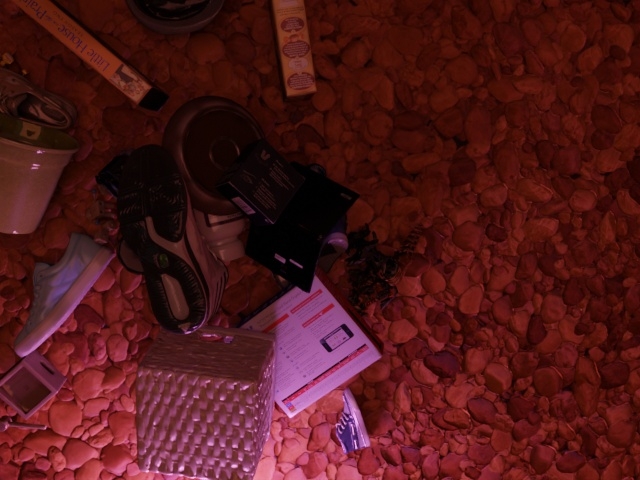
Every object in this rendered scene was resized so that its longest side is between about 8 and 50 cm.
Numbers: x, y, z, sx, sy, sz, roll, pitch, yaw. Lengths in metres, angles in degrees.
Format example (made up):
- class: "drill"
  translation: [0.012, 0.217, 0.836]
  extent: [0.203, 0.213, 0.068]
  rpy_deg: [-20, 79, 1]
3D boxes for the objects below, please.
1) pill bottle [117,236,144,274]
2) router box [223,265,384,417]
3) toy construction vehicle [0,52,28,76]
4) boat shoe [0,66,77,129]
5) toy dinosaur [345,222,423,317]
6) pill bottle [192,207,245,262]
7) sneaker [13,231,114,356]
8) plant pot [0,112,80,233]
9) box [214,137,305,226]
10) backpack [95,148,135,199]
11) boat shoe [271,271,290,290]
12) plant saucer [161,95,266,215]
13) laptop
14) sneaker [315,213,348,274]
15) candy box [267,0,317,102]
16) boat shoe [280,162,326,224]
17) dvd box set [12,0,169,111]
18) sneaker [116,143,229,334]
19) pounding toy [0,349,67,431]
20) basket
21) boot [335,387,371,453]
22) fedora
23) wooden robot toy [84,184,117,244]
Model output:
- class: "pill bottle"
  translation: [-0.456, 0.017, 1.799]
  extent: [0.123, 0.219, 0.122]
  rpy_deg: [-1, 95, -6]
- class: "router box"
  translation: [-0.046, 0.282, 1.892]
  extent: [0.335, 0.082, 0.301]
  rpy_deg: [-36, 99, 16]
- class: "toy construction vehicle"
  translation: [-0.836, -0.443, 1.809]
  extent: [0.098, 0.035, 0.086]
  rpy_deg: [-41, 98, 8]
- class: "boat shoe"
  translation: [-0.787, -0.367, 1.762]
  extent: [0.302, 0.098, 0.109]
  rpy_deg: [22, 107, -17]
- class: "toy dinosaur"
  translation: [0.160, 0.074, 1.933]
  extent: [0.218, 0.164, 0.322]
  rpy_deg: [43, 71, -23]
- class: "pill bottle"
  translation: [-0.297, -0.091, 1.833]
  extent: [0.169, 0.169, 0.301]
  rpy_deg: [-13, 97, -5]
- class: "sneaker"
  translation: [-0.723, 0.135, 1.834]
  extent: [0.150, 0.135, 0.366]
  rpy_deg: [38, 79, -7]
- class: "plant pot"
  translation: [-0.786, -0.164, 1.745]
  extent: [0.276, 0.276, 0.254]
  rpy_deg: [18, 105, -8]
- class: "box"
  translation: [-0.151, -0.145, 1.716]
  extent: [0.156, 0.093, 0.158]
  rpy_deg: [44, 64, -22]
- class: "backpack"
  translation: [-0.493, -0.146, 1.817]
  extent: [0.173, 0.158, 0.117]
  rpy_deg: [48, 71, -22]
- class: "boat shoe"
  translation: [-0.118, 0.091, 1.934]
  extent: [0.046, 0.038, 0.125]
  rpy_deg: [-22, 98, -4]
- class: "plant saucer"
  translation: [-0.252, -0.219, 1.739]
  extent: [0.311, 0.050, 0.310]
  rpy_deg: [2, 86, -35]
- class: "laptop"
  translation: [-0.055, -0.039, 1.817]
  extent: [0.234, 0.136, 0.264]
  rpy_deg: [30, 121, 27]
- class: "sneaker"
  translation: [0.002, 0.000, 1.920]
  extent: [0.086, 0.163, 0.226]
  rpy_deg: [23, 134, -27]
- class: "candy box"
  translation: [-0.079, -0.534, 1.803]
  extent: [0.088, 0.183, 0.316]
  rpy_deg: [-8, 96, -5]
- class: "boat shoe"
  translation: [-0.059, -0.095, 1.896]
  extent: [0.109, 0.089, 0.258]
  rpy_deg: [28, 92, -8]
- class: "dvd box set"
  translation: [-0.575, -0.485, 1.695]
  extent: [0.420, 0.307, 0.062]
  rpy_deg: [40, 93, -9]
- class: "sneaker"
  translation: [-0.352, -0.001, 1.664]
  extent: [0.169, 0.257, 0.447]
  rpy_deg: [-14, 87, 6]
- class: "pounding toy"
  translation: [-0.804, 0.433, 1.873]
  extent: [0.206, 0.094, 0.181]
  rpy_deg: [-40, 103, 8]
- class: "basket"
  translation: [-0.299, 0.424, 1.786]
  extent: [0.328, 0.266, 0.331]
  rpy_deg: [6, 109, 4]
- class: "boot"
  translation: [0.079, 0.528, 1.983]
  extent: [0.086, 0.069, 0.190]
  rpy_deg: [-20, 99, -7]
- class: "fedora"
  translation: [-0.372, -0.654, 1.789]
  extent: [0.275, 0.124, 0.243]
  rpy_deg: [-9, 94, 3]
- class: "wooden robot toy"
  translation: [-0.605, -0.066, 1.860]
  extent: [0.079, 0.076, 0.173]
  rpy_deg: [-21, 71, 34]
